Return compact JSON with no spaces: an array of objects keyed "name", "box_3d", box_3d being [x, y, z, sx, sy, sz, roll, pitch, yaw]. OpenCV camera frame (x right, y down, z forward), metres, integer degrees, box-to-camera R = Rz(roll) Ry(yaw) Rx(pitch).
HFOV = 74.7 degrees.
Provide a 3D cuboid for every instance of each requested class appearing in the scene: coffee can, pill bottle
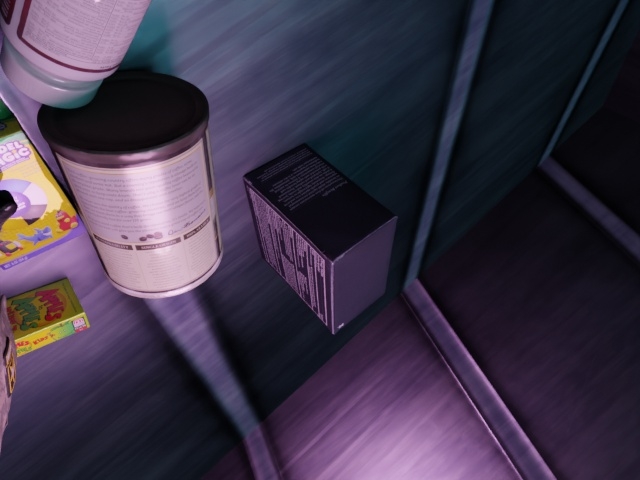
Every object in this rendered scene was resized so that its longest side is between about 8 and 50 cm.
[{"name":"coffee can","box_3d":[-0.256,-0.074,0.625,0.201,0.201,0.276,-27,145,-29]},{"name":"pill bottle","box_3d":[-0.253,-0.248,0.434,0.121,0.121,0.221,-7,160,-48]}]

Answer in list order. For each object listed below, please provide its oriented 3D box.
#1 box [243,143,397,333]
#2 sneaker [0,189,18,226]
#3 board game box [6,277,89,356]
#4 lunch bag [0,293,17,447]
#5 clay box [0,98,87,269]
[{"name":"box","box_3d":[0.000,0.000,0.947,0.182,0.294,0.297,-33,148,-21]},{"name":"sneaker","box_3d":[-0.429,-0.072,0.437,0.106,0.078,0.234,-36,151,-5]},{"name":"board game box","box_3d":[-0.496,0.139,0.690,0.181,0.092,0.043,-24,143,-33]},{"name":"lunch bag","box_3d":[-0.470,0.134,0.482,0.168,0.235,0.287,-37,125,-13]},{"name":"clay box","box_3d":[-0.428,-0.069,0.563,0.127,0.053,0.222,-31,147,-22]}]
